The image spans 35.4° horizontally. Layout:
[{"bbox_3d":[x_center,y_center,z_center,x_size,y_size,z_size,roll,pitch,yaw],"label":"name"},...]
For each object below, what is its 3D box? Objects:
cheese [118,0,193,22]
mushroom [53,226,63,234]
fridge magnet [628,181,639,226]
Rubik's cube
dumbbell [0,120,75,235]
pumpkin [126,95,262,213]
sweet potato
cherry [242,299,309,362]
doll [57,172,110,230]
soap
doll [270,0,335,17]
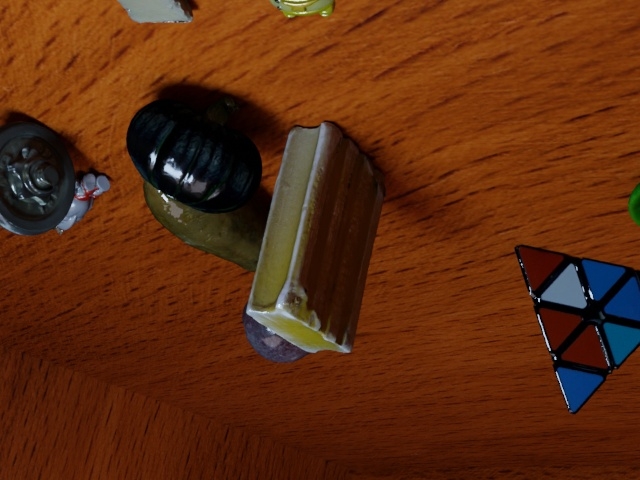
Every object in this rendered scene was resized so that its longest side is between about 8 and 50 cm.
[{"bbox_3d":[-0.237,-0.323,0.989,0.085,0.034,0.400,10,165,20],"label":"cheese"},{"bbox_3d":[-0.538,-0.057,1.801,0.170,0.080,0.135,29,164,-27],"label":"mushroom"},{"bbox_3d":[0.492,-0.031,1.253,0.208,0.088,0.208,11,158,5],"label":"fridge magnet"},{"bbox_3d":[0.372,0.110,1.589,0.234,0.250,0.284,43,154,-17],"label":"Rubik's cube"},{"bbox_3d":[-0.557,-0.084,1.610,0.406,0.179,0.179,-4,152,37],"label":"dumbbell"},{"bbox_3d":[-0.171,-0.113,1.355,0.194,0.150,0.194,21,156,10],"label":"pumpkin"},{"bbox_3d":[-0.140,-0.028,1.595,0.130,0.130,0.423,-2,160,34],"label":"sweet potato"},{"bbox_3d":[-0.066,0.169,2.000,0.176,0.140,0.176,7,143,5],"label":"cherry"},{"bbox_3d":[-0.422,-0.070,1.717,0.094,0.079,0.180,1,158,-44],"label":"doll"},{"bbox_3d":[0.000,0.000,1.363,0.089,0.274,0.173,-3,153,33],"label":"soap"},{"bbox_3d":[-0.031,-0.279,0.985,0.106,0.062,0.162,1,154,17],"label":"doll"}]
